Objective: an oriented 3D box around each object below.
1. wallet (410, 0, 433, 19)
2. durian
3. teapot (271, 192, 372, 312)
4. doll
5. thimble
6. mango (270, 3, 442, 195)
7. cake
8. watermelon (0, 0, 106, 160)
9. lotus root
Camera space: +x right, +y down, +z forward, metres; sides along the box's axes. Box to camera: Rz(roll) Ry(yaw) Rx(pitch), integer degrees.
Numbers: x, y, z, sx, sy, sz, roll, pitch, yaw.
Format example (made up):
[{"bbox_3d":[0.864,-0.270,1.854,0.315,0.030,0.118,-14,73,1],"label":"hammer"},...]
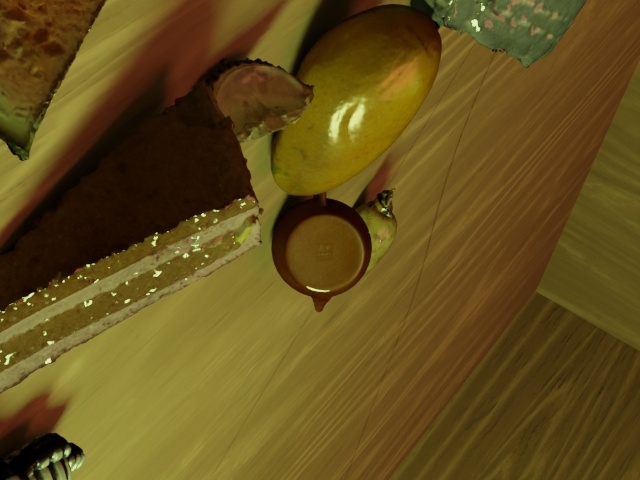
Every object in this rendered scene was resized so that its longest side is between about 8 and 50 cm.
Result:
[{"bbox_3d":[0.171,-0.332,1.612,0.244,0.025,0.124,-51,163,-25],"label":"wallet"},{"bbox_3d":[-0.061,-0.121,1.202,0.130,0.066,0.052,-29,138,-38],"label":"durian"},{"bbox_3d":[0.000,0.000,1.571,0.116,0.116,0.173,-24,115,-65],"label":"teapot"},{"bbox_3d":[-0.262,0.211,1.186,0.091,0.067,0.219,-58,163,12],"label":"doll"},{"bbox_3d":[0.162,-0.278,1.349,0.172,0.205,0.236,-61,165,11],"label":"thimble"},{"bbox_3d":[0.025,-0.132,1.376,0.227,0.109,0.147,-49,159,24],"label":"mango"},{"bbox_3d":[-0.157,0.018,1.075,0.295,0.113,0.116,-40,153,-15],"label":"cake"},{"bbox_3d":[-0.143,-0.168,0.759,0.063,0.119,0.245,-8,128,-56],"label":"watermelon"},{"bbox_3d":[0.060,-0.005,1.806,0.072,0.063,0.152,-12,135,-57],"label":"lotus root"}]
